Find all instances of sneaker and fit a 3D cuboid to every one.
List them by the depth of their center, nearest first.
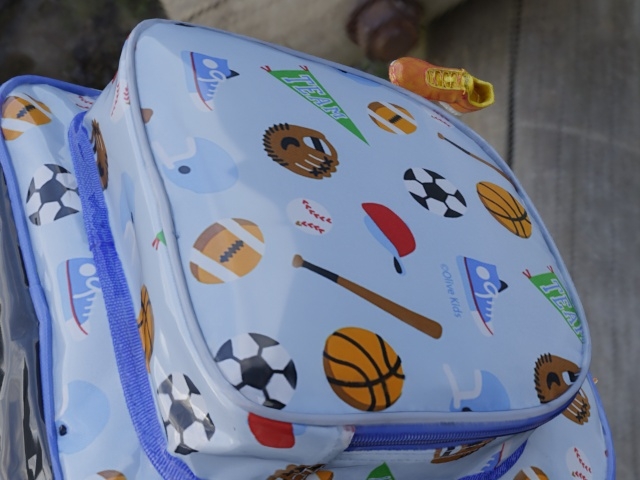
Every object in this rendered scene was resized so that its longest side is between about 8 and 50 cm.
[{"bbox_3d":[0.158,-0.208,1.718,0.067,0.175,0.064,-18,73,45],"label":"sneaker"}]

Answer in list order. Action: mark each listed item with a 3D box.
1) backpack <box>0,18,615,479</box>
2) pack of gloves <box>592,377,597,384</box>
[{"bbox_3d":[-0.012,0.048,0.547,0.213,0.263,0.276,-43,49,36],"label":"backpack"},{"bbox_3d":[0.288,0.282,1.934,0.195,0.232,0.046,-22,61,-19],"label":"pack of gloves"}]
